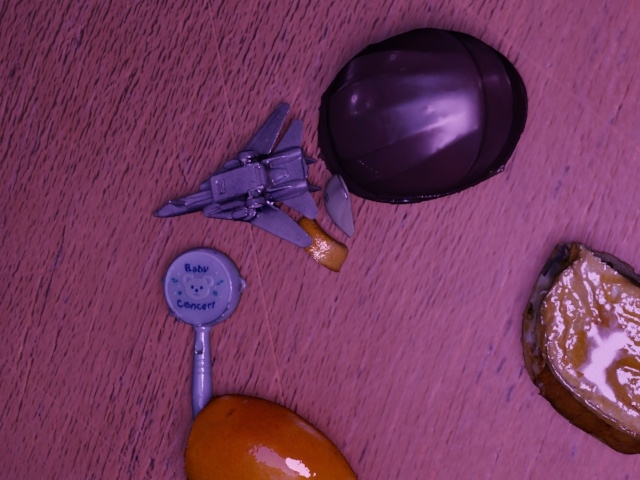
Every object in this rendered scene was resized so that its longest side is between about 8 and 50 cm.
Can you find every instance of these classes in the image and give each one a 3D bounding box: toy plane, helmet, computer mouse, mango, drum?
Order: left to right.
[{"bbox_3d":[-0.191,0.133,1.414,0.130,0.049,0.253,17,96,15],"label":"drum"},{"bbox_3d":[-0.134,-0.071,1.375,0.267,0.088,0.212,-13,78,17],"label":"toy plane"},{"bbox_3d":[-0.058,0.319,1.333,0.256,0.138,0.187,11,106,22],"label":"mango"},{"bbox_3d":[0.023,-0.043,1.329,0.032,0.110,0.056,-19,51,-7],"label":"computer mouse"},{"bbox_3d":[0.116,-0.163,1.261,0.305,0.177,0.225,-15,88,14],"label":"helmet"}]

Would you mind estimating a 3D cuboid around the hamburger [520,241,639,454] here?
[{"bbox_3d":[0.384,0.154,1.205,0.308,0.132,0.211,35,100,13],"label":"hamburger"}]

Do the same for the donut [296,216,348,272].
[{"bbox_3d":[0.000,0.000,1.369,0.038,0.067,0.083,-48,46,18],"label":"donut"}]
